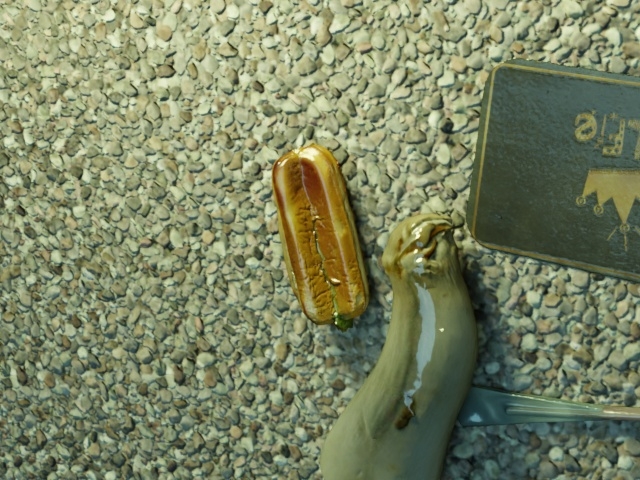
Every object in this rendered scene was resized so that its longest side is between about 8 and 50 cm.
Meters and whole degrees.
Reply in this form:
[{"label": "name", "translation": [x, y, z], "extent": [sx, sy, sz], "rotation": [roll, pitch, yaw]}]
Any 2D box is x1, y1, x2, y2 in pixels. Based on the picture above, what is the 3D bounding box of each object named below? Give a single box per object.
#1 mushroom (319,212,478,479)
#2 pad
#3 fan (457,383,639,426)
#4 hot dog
[{"label": "mushroom", "translation": [0.112, 0.160, 1.644], "extent": [0.177, 0.126, 0.397], "rotation": [32, 115, 32]}, {"label": "pad", "translation": [0.352, -0.100, 1.507], "extent": [0.375, 0.063, 0.315], "rotation": [12, 105, 22]}, {"label": "fan", "translation": [0.299, 0.208, 1.620], "extent": [0.282, 0.023, 0.057], "rotation": [-2, 91, 26]}, {"label": "hot dog", "translation": [0.000, 0.000, 1.693], "extent": [0.104, 0.076, 0.250], "rotation": [-15, 99, 8]}]
